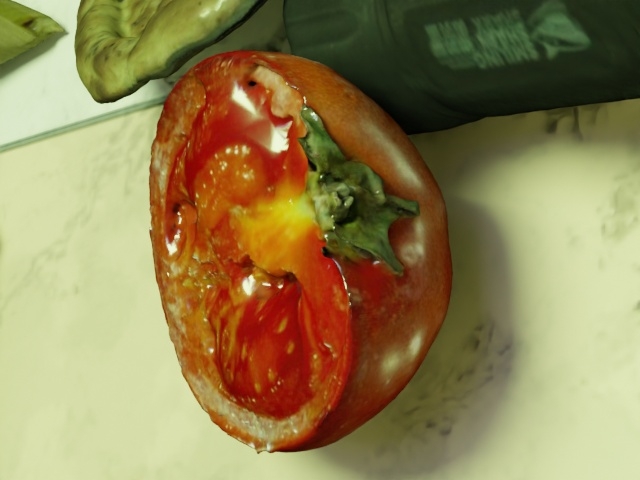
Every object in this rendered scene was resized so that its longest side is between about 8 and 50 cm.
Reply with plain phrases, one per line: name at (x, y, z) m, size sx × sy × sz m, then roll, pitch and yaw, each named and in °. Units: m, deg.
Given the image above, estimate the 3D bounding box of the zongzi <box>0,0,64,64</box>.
zongzi at (-0.331, -0.078, 0.824) m, size 0.300 × 0.145 × 0.274 m, roll 16°, pitch 45°, yaw 31°

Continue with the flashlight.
flashlight at (0.109, -0.087, 0.477) m, size 0.424 × 0.103 × 0.103 m, roll 0°, pitch 72°, yaw 61°

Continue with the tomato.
tomato at (0.000, 0.000, 0.613) m, size 0.139 × 0.091 × 0.159 m, roll -34°, pitch 71°, yaw 51°

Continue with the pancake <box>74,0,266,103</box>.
pancake at (-0.035, -0.173, 0.718) m, size 0.250 × 0.031 × 0.250 m, roll -36°, pitch 33°, yaw 29°
